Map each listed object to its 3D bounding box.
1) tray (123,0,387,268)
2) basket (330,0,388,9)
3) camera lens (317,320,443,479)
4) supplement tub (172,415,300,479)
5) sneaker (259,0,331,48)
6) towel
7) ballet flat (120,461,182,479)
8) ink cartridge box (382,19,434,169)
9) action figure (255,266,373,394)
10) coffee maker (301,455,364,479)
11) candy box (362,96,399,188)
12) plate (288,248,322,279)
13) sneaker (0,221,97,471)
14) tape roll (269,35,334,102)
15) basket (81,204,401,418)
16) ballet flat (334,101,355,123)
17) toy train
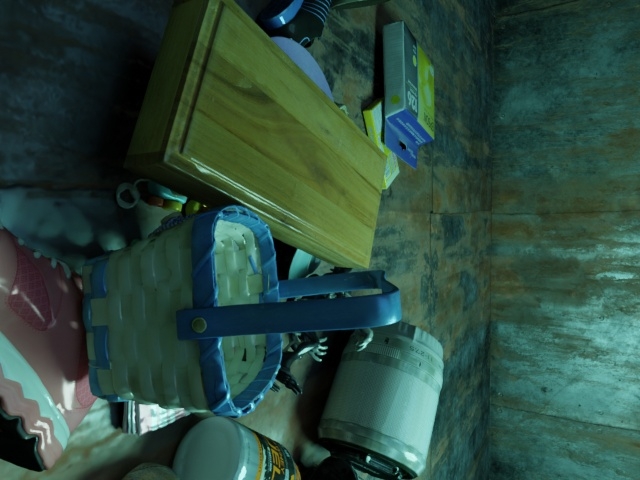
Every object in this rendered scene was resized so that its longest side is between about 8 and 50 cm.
[{"bbox_3d":[-0.039,-0.110,0.620,0.410,0.076,0.203,27,69,-51],"label":"tray"},{"bbox_3d":[0.069,-0.587,0.890,0.204,0.154,0.227,-36,124,-53],"label":"basket"},{"bbox_3d":[0.129,0.329,0.944,0.219,0.219,0.275,57,45,-43],"label":"camera lens"},{"bbox_3d":[-0.110,0.335,0.653,0.190,0.116,0.117,53,48,-46],"label":"supplement tub"},{"bbox_3d":[-0.024,-0.407,0.810,0.232,0.081,0.091,-58,140,-30],"label":"sneaker"},{"bbox_3d":[-0.182,0.159,0.618,0.197,0.029,0.144,-3,91,-59],"label":"towel"},{"bbox_3d":[-0.242,0.373,0.449,0.316,0.106,0.108,-56,136,-41],"label":"ballet flat"},{"bbox_3d":[0.247,-0.375,1.235,0.303,0.072,0.308,7,80,-63],"label":"ink cartridge box"},{"bbox_3d":[-0.003,0.146,0.788,0.141,0.164,0.276,50,50,-6],"label":"action figure"},{"bbox_3d":[0.026,0.515,0.860,0.178,0.120,0.171,64,38,-48],"label":"coffee maker"},{"bbox_3d":[0.156,-0.245,1.151,0.105,0.027,0.206,-52,133,-49],"label":"candy box"},{"bbox_3d":[0.000,0.000,0.820,0.188,0.024,0.188,-59,168,-21],"label":"plate"},{"bbox_3d":[-0.280,0.048,0.402,0.136,0.115,0.314,-55,143,-56],"label":"sneaker"},{"bbox_3d":[-0.073,-0.169,0.724,0.274,0.090,0.275,-3,94,-58],"label":"tape roll"},{"bbox_3d":[-0.069,0.064,0.469,0.255,0.288,0.201,23,65,-86],"label":"basket"},{"bbox_3d":[0.059,-0.181,0.945,0.249,0.086,0.086,60,43,-41],"label":"ballet flat"},{"bbox_3d":[-0.181,-0.020,0.592,0.125,0.046,0.166,-58,137,-40],"label":"toy train"}]
